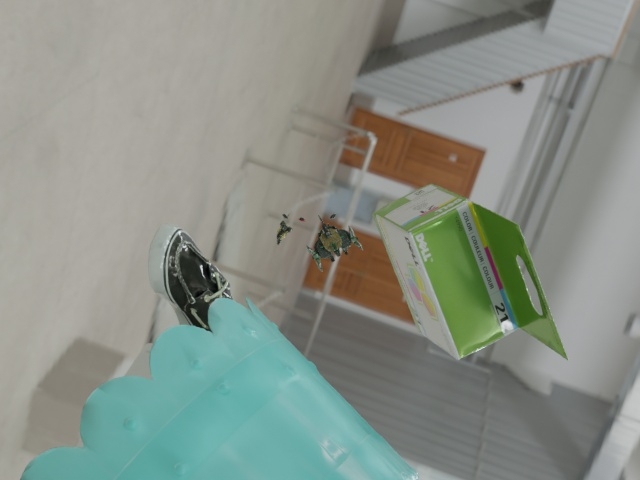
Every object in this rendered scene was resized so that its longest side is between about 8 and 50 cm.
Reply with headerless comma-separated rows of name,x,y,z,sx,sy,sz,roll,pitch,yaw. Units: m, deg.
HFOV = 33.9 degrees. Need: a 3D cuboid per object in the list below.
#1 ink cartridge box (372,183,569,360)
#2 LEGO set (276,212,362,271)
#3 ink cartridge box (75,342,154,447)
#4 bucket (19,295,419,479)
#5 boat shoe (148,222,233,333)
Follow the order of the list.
ink cartridge box,0.176,0.050,1.282,0.188,0.097,0.255,67,-10,-18
LEGO set,0.000,-0.003,1.002,0.054,0.083,0.023,-59,174,-1
ink cartridge box,-0.200,0.319,1.219,0.091,0.308,0.385,44,68,-35
bucket,-0.076,0.197,0.740,0.281,0.183,0.281,-46,166,-15
boat shoe,-0.137,0.058,1.230,0.219,0.070,0.077,71,36,-53
